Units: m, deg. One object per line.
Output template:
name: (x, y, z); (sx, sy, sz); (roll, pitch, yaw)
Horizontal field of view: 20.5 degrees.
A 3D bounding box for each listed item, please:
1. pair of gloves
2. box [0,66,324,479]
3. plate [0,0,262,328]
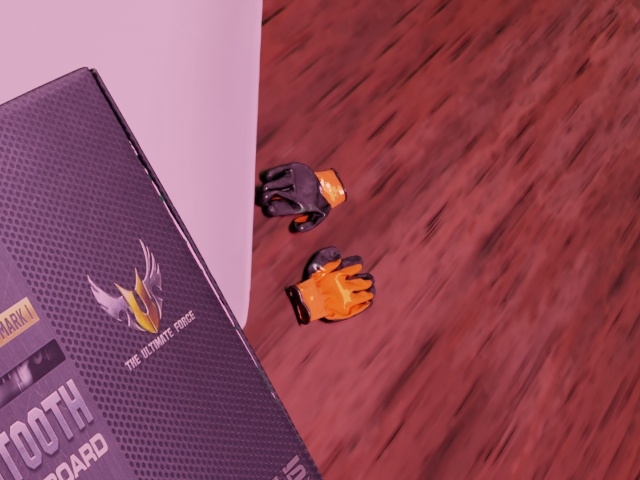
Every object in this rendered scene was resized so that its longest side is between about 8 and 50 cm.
pair of gloves: (0.000, 0.000, 0.881); (0.074, 0.010, 0.083); (-13, 82, -57)
box: (-0.104, 0.061, 0.559); (0.183, 0.059, 0.233); (61, 30, -6)
plate: (-0.128, -0.124, 0.738); (0.278, 0.045, 0.277); (33, 46, -41)
